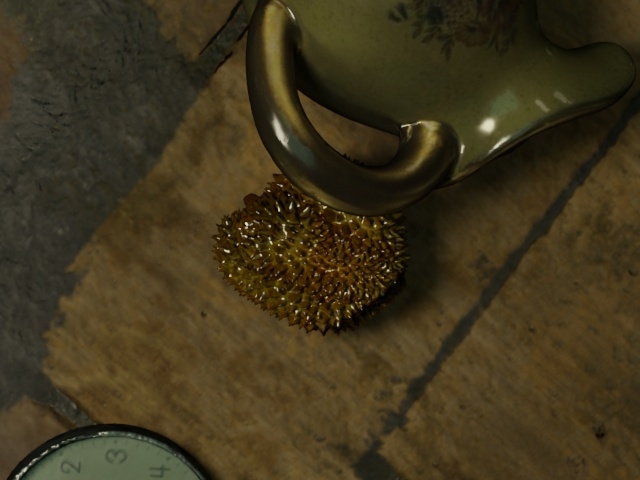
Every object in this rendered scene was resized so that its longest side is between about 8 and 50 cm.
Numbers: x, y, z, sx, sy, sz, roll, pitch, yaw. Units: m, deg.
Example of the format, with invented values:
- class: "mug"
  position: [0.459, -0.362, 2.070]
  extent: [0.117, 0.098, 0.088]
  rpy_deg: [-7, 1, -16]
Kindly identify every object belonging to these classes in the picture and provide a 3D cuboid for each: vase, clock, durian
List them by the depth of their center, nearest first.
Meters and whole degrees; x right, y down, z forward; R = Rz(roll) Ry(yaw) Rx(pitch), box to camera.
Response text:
- class: "vase"
  position: [0.067, -0.152, 1.622]
  extent: [0.302, 0.241, 0.329]
  rpy_deg: [49, 56, -11]
- class: "durian"
  position: [0.000, 0.000, 1.678]
  extent: [0.168, 0.137, 0.158]
  rpy_deg: [33, 105, 3]
- class: "clock"
  position: [-0.184, 0.267, 1.686]
  extent: [0.215, 0.042, 0.215]
  rpy_deg: [0, 88, -7]
